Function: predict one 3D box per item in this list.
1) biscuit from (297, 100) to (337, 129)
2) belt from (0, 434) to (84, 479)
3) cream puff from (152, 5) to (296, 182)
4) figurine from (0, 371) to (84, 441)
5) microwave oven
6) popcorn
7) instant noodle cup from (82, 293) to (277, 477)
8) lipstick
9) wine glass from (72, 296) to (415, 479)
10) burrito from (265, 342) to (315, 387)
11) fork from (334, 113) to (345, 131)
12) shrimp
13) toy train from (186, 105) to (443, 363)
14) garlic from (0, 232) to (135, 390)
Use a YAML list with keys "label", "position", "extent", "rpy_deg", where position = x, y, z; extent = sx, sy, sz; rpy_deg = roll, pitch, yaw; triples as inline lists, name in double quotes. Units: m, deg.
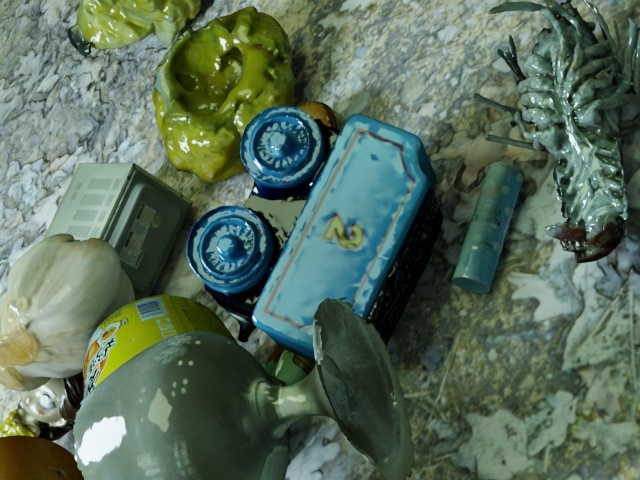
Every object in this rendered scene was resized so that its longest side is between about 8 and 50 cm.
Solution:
- label: "biscuit"
  position: [-0.029, -0.109, 1.850]
  extent: [0.188, 0.027, 0.187]
  rpy_deg: [-39, 41, 43]
- label: "belt"
  position: [-0.390, 0.411, 1.675]
  extent: [0.122, 0.217, 0.338]
  rpy_deg: [-114, 25, -49]
- label: "cream puff"
  position: [-0.159, -0.234, 1.985]
  extent: [0.282, 0.185, 0.281]
  rpy_deg: [-30, 43, 33]
- label: "figurine"
  position: [-0.444, 0.292, 1.901]
  extent: [0.315, 0.168, 0.187]
  rpy_deg: [-51, 29, 7]
- label: "microwave oven"
  position: [-0.326, 0.015, 2.005]
  extent: [0.194, 0.145, 0.240]
  rpy_deg: [5, 67, 45]
- label: "popcorn"
  position: [-0.304, -0.481, 2.277]
  extent: [0.237, 0.293, 0.293]
  rpy_deg: [-24, 22, -35]
- label: "instant noodle cup"
  position: [-0.192, 0.204, 1.652]
  extent: [0.264, 0.264, 0.200]
  rpy_deg: [-49, 30, 7]
- label: "lipstick"
  position: [0.203, -0.016, 1.555]
  extent: [0.048, 0.048, 0.158]
  rpy_deg: [-1, 62, 46]
- label: "wine glass"
  position: [-0.091, 0.201, 1.409]
  extent: [0.323, 0.238, 0.238]
  rpy_deg: [-20, 49, 22]
- label: "burrito"
  position: [-0.006, 0.070, 1.708]
  extent: [0.104, 0.054, 0.288]
  rpy_deg: [19, 78, 53]
- label: "fork"
  position: [0.012, -0.101, 1.828]
  extent: [0.028, 0.034, 0.219]
  rpy_deg: [-30, 44, 40]
- label: "shrimp"
  position: [0.286, -0.149, 1.493]
  extent: [0.221, 0.166, 0.410]
  rpy_deg: [-25, 59, 29]
- label: "toy train"
  position: [0.000, 0.000, 1.589]
  extent: [0.265, 0.188, 0.300]
  rpy_deg: [23, 80, 18]
- label: "garlic"
  position: [-0.353, 0.096, 1.789]
  extent: [0.281, 0.185, 0.203]
  rpy_deg: [-48, 20, 45]
